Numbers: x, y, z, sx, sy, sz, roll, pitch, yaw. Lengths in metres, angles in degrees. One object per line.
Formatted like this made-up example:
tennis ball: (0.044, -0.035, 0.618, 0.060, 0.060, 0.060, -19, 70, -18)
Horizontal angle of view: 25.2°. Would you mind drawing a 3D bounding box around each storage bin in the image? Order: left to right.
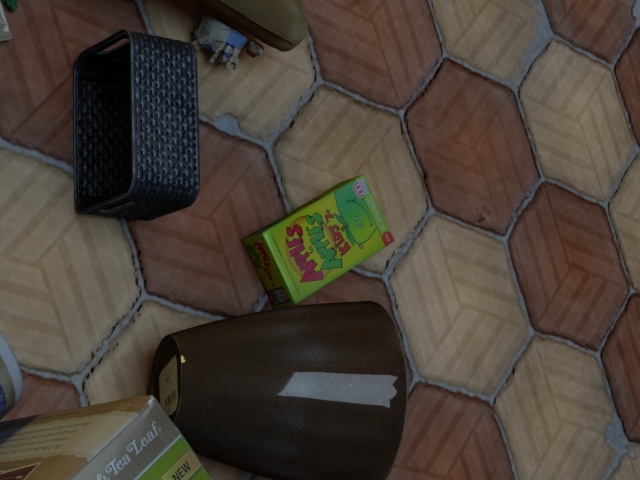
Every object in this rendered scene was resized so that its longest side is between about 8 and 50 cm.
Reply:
storage bin: (-0.195, -0.119, 1.510, 0.084, 0.122, 0.180, 7, 75, -38)

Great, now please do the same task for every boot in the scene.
boot: (-0.149, -0.347, 1.628, 0.269, 0.089, 0.236, 18, 49, -47)

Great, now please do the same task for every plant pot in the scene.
plant pot: (-0.057, 0.162, 1.523, 0.230, 0.215, 0.215, 6, 75, -24)

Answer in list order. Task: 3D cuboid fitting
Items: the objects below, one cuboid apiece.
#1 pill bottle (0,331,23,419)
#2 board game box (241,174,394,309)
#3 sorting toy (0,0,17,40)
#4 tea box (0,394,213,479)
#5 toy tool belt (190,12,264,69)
pill bottle: (-0.402, 0.167, 1.253, 0.265, 0.153, 0.153, -45, 109, -36)
board game box: (0.000, 0.000, 1.694, 0.181, 0.043, 0.092, -31, 100, -40)
sorting toy: (-0.344, -0.235, 1.487, 0.083, 0.012, 0.062, -18, 87, -37)
tea box: (-0.213, 0.336, 1.253, 0.220, 0.329, 0.324, -44, 108, -37)
toy tool belt: (-0.112, -0.223, 1.659, 0.083, 0.052, 0.051, 28, 101, -28)
